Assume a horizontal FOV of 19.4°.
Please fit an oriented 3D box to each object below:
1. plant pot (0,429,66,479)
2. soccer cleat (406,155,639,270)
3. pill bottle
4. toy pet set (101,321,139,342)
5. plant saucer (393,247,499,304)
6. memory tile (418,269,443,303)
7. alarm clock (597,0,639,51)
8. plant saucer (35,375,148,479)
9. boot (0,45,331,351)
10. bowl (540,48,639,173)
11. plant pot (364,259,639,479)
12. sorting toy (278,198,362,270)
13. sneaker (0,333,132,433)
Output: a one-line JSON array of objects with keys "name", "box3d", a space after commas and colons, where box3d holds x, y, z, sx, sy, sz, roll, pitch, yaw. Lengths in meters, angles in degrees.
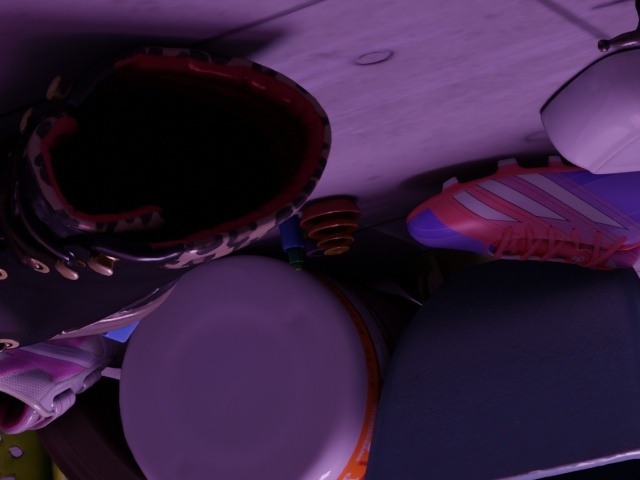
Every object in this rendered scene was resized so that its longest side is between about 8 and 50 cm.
[{"name": "plant pot", "box3d": [-0.365, 0.224, 1.746, 0.207, 0.227, 0.228, -6, 168, 9]}, {"name": "soccer cleat", "box3d": [0.191, -0.014, 1.428, 0.248, 0.095, 0.083, -9, 164, -15]}, {"name": "pill bottle", "box3d": [0.011, 0.147, 1.674, 0.224, 0.224, 0.392, -16, 165, 23]}, {"name": "toy pet set", "box3d": [-0.184, 0.042, 1.439, 0.122, 0.065, 0.114, -13, 167, 12]}, {"name": "plant saucer", "box3d": [0.189, 0.028, 1.735, 0.241, 0.037, 0.241, -11, 167, -2]}, {"name": "memory tile", "box3d": [0.123, 0.097, 1.652, 0.012, 0.113, 0.148, -13, 151, 24]}, {"name": "alarm clock", "box3d": [0.269, -0.130, 1.084, 0.192, 0.064, 0.129, -9, 167, -19]}, {"name": "plant saucer", "box3d": [-0.133, 0.208, 1.659, 0.041, 0.278, 0.278, -53, 156, 9]}, {"name": "boot", "box3d": [-0.198, -0.003, 1.075, 0.377, 0.138, 0.284, -7, 168, -33]}, {"name": "bowl", "box3d": [0.232, -0.085, 1.256, 0.142, 0.053, 0.142, -5, 165, -17]}, {"name": "plant pot", "box3d": [0.196, 0.143, 1.518, 0.247, 0.252, 0.248, -15, 139, 24]}, {"name": "sorting toy", "box3d": [0.000, 0.000, 1.455, 0.061, 0.042, 0.102, -8, 167, -10]}, {"name": "sneaker", "box3d": [-0.242, 0.107, 1.566, 0.252, 0.111, 0.103, 1, 163, -41]}]
